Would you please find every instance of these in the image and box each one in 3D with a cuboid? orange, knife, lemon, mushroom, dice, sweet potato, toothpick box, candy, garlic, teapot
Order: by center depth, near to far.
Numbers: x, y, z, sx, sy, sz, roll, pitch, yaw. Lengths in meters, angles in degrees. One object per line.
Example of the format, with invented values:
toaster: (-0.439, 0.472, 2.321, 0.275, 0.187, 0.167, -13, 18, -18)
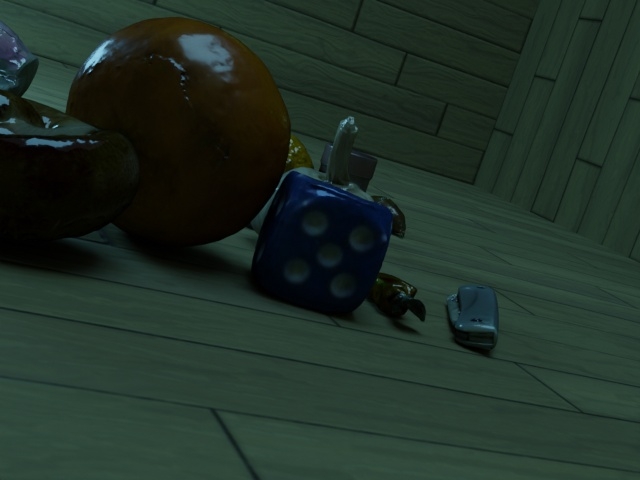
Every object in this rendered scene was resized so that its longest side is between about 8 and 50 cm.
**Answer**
mushroom: (-0.317, -0.080, 1.002, 0.253, 0.153, 0.253, 16, 12, -3)
orange: (-0.175, -0.134, 1.175, 0.284, 0.284, 0.226, 22, 24, 20)
dice: (0.000, 0.000, 1.176, 0.143, 0.146, 0.146, 19, 9, -10)
candy: (0.093, 0.071, 1.251, 0.053, 0.046, 0.182, 12, 7, -18)
knife: (0.211, 0.104, 1.317, 0.073, 0.041, 0.265, 8, 9, 6)
garlic: (0.007, -0.079, 1.381, 0.199, 0.226, 0.199, 14, 21, -5)
toothpick box: (0.034, -0.090, 1.705, 0.098, 0.149, 0.098, 17, 10, -3)
lemon: (-0.086, -0.131, 1.733, 0.142, 0.142, 0.187, 17, -3, -9)
teapot: (-0.636, -0.343, 1.811, 0.178, 0.163, 0.221, 32, -1, -5)
sweet potato: (0.111, -0.068, 1.979, 0.068, 0.068, 0.226, 10, 13, -40)

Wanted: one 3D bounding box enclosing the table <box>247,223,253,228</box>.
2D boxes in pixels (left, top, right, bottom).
table: (-0.081, -0.042, 1.546, 0.133, 0.043, 0.133, 18, 10, -3)
